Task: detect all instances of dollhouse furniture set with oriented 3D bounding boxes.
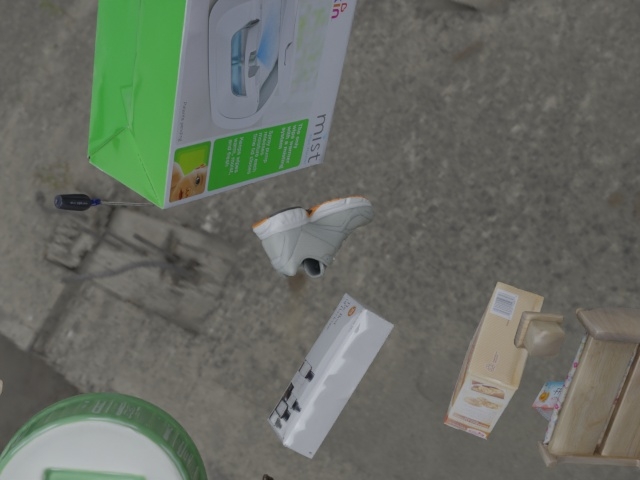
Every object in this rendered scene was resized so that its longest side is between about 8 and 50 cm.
[{"bbox_3d":[0.362,0.206,1.171,0.174,0.355,0.303,-108,27,-62],"label":"dollhouse furniture set"}]

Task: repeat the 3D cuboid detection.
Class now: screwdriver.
[{"bbox_3d":[-0.300,-0.055,1.285,0.024,0.170,0.025,-24,80,36],"label":"screwdriver"}]

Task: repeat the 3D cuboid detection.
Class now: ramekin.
[{"bbox_3d":[-0.300,0.359,1.217,0.303,0.303,0.148,-60,4,-8],"label":"ramekin"}]

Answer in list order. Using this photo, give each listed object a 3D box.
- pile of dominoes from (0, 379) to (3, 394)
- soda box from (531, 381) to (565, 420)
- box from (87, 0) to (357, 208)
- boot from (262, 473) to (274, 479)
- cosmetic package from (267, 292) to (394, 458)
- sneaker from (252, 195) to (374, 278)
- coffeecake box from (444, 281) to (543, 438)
[{"bbox_3d":[-0.708,0.196,1.671,0.040,0.196,0.251,126,125,-72],"label":"pile of dominoes"},{"bbox_3d":[0.470,0.301,1.691,0.063,0.058,0.183,-54,10,-17],"label":"soda box"},{"bbox_3d":[-0.090,-0.192,0.883,0.127,0.231,0.262,32,123,32],"label":"box"},{"bbox_3d":[-0.081,0.597,2.013,0.106,0.219,0.082,3,35,3],"label":"boot"},{"bbox_3d":[0.012,0.205,1.408,0.239,0.060,0.099,-59,24,0],"label":"cosmetic package"},{"bbox_3d":[0.000,0.000,1.564,0.099,0.262,0.121,-23,84,47],"label":"sneaker"},{"bbox_3d":[0.234,0.167,1.251,0.068,0.185,0.142,19,59,8],"label":"coffeecake box"}]
